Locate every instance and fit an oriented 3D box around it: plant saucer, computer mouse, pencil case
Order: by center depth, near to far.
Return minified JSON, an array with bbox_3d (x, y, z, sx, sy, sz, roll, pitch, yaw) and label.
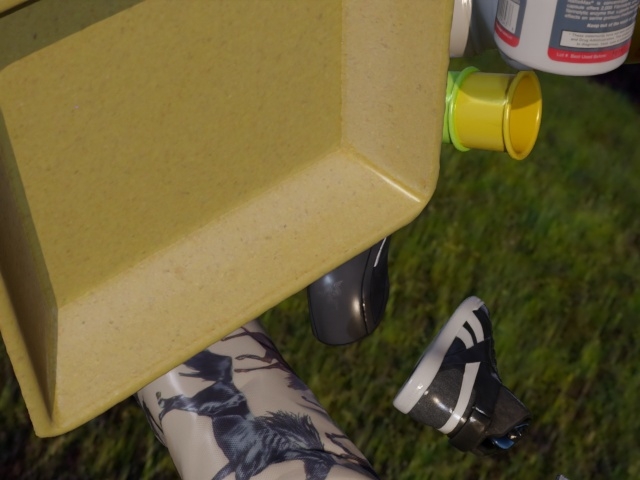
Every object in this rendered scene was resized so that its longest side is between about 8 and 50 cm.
[{"bbox_3d":[-0.069,-0.077,0.710,0.333,0.332,0.081,-31,56,-24],"label":"plant saucer"},{"bbox_3d":[-0.080,0.172,1.103,0.160,0.183,0.410,-27,41,-13],"label":"pencil case"},{"bbox_3d":[0.000,0.000,1.390,0.184,0.262,0.060,-4,-36,27],"label":"computer mouse"}]

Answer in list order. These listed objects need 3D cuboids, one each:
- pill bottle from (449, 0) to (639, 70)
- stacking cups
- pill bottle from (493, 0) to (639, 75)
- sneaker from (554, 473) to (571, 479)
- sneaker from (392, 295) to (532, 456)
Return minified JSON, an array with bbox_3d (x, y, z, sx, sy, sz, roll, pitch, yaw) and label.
[{"bbox_3d":[0.237,-0.231,1.126,0.246,0.136,0.136,-2,5,16],"label":"pill bottle"},{"bbox_3d":[0.078,-0.145,1.307,0.316,0.096,0.096,7,2,31],"label":"stacking cups"},{"bbox_3d":[0.196,-0.226,0.897,0.108,0.180,0.108,4,34,-2],"label":"pill bottle"},{"bbox_3d":[0.358,0.402,1.622,0.129,0.111,0.297,21,5,7],"label":"sneaker"},{"bbox_3d":[0.152,0.139,1.149,0.121,0.079,0.217,37,29,6],"label":"sneaker"}]
